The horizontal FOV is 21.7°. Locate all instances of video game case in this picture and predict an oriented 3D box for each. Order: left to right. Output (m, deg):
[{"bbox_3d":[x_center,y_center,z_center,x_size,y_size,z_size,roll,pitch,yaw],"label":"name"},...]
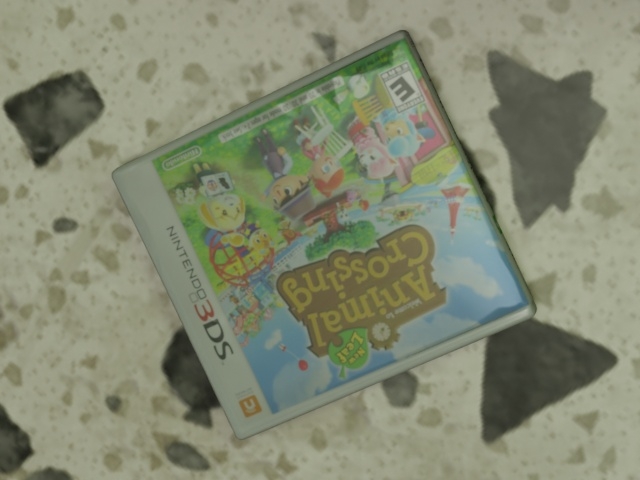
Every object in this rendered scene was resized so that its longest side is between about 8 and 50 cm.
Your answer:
[{"bbox_3d":[0.000,0.000,1.048,0.212,0.023,0.193,-24,93,16],"label":"video game case"}]
